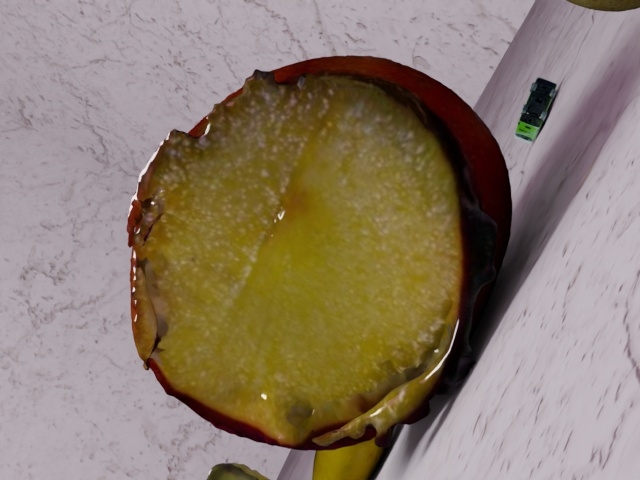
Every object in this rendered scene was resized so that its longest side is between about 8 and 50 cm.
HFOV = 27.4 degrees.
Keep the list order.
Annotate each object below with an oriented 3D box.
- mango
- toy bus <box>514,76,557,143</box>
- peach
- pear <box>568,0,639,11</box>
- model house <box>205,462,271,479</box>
[{"bbox_3d":[0.032,0.232,1.445,0.103,0.076,0.161,-85,13,-75],"label":"mango"},{"bbox_3d":[0.256,-0.156,1.562,0.037,0.031,0.083,101,-167,-50],"label":"toy bus"},{"bbox_3d":[0.000,0.000,1.227,0.353,0.339,0.416,-63,4,-24],"label":"peach"},{"bbox_3d":[0.250,-0.270,1.088,0.167,0.137,0.167,-64,-4,-8],"label":"pear"},{"bbox_3d":[-0.084,0.387,1.593,0.193,0.175,0.234,-63,-11,-9],"label":"model house"}]
